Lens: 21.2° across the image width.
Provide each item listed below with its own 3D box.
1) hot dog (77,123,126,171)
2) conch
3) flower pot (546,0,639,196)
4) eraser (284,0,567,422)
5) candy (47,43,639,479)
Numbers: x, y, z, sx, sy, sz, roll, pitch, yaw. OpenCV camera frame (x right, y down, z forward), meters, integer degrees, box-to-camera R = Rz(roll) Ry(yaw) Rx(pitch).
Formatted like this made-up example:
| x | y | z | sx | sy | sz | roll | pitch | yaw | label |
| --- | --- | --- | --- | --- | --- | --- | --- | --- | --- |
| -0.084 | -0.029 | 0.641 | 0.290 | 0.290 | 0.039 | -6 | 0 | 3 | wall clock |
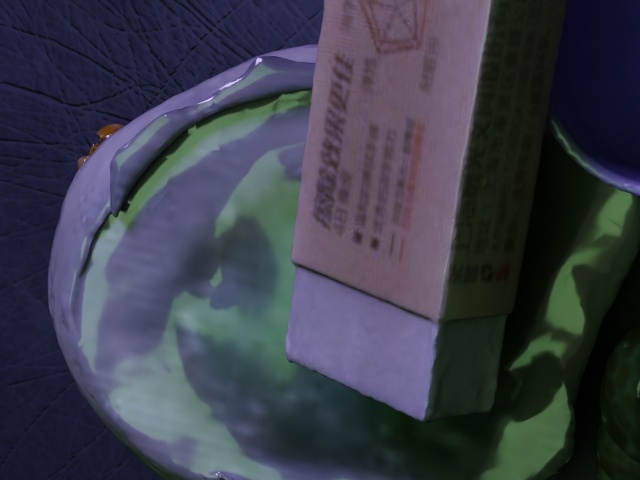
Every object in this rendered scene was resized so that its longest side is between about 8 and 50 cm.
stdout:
| x | y | z | sx | sy | sz | roll | pitch | yaw | label |
| --- | --- | --- | --- | --- | --- | --- | --- | --- | --- |
| -0.138 | -0.027 | 1.439 | 0.165 | 0.045 | 0.071 | 45 | 110 | 16 | hot dog |
| 0.248 | 0.117 | 1.227 | 0.106 | 0.173 | 0.116 | 18 | 60 | 39 | conch |
| 0.286 | -0.146 | 1.111 | 0.265 | 0.243 | 0.265 | 1 | 93 | 25 | flower pot |
| 0.066 | -0.070 | 1.067 | 0.144 | 0.078 | 0.343 | 22 | 109 | 45 | eraser |
| 0.015 | 0.034 | 1.252 | 0.427 | 0.186 | 0.386 | 5 | 102 | -2 | candy |
